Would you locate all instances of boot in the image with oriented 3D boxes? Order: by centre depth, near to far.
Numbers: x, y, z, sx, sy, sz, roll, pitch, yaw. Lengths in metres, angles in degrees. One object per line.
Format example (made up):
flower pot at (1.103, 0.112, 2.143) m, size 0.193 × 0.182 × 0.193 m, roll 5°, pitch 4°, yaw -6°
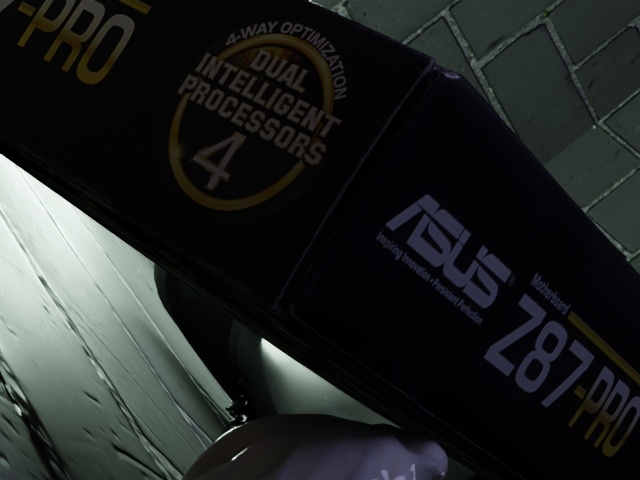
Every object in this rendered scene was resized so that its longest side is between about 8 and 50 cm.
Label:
boot at (0.074, 0.179, 1.090) m, size 0.367 × 0.146 × 0.445 m, roll 44°, pitch -1°, yaw -29°

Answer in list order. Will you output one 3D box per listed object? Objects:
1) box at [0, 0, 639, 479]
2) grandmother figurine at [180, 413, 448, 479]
box at (0.000, 0.000, 0.688) m, size 0.318 × 0.097 × 0.395 m, roll 28°, pitch -6°, yaw 39°
grandmother figurine at (0.089, 0.182, 0.522) m, size 0.342 × 0.208 × 0.104 m, roll 43°, pitch 40°, yaw -2°
